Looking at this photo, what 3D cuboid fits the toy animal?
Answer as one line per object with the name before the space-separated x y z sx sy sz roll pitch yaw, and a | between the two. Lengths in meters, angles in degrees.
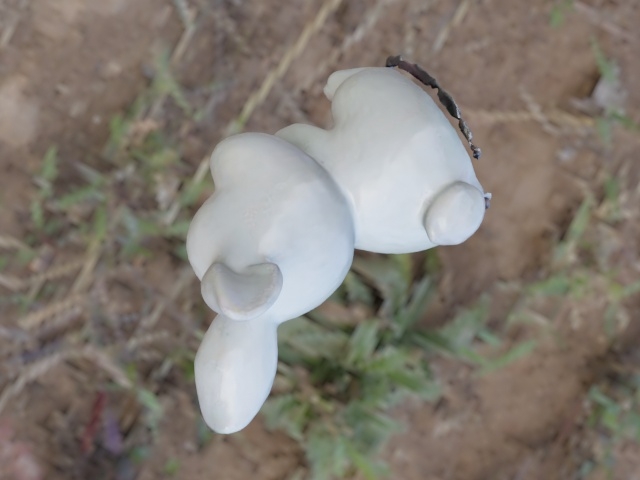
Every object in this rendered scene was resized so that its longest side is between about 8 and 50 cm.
toy animal | -0.004 -0.004 0.654 0.124 0.085 0.071 -26 146 -21
